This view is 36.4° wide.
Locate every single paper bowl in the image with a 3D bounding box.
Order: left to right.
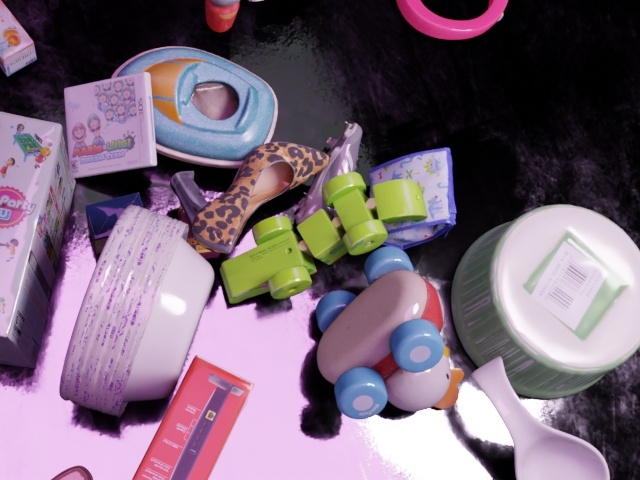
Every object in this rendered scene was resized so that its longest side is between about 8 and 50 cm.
[{"bbox_3d":[-0.243,0.105,1.344,0.148,0.284,0.284,20,70,-5],"label":"paper bowl"}]

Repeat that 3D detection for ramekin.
[{"bbox_3d":[0.374,0.090,1.547,0.303,0.148,0.303,3,72,-10],"label":"ramekin"}]

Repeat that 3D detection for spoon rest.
[{"bbox_3d":[0.329,0.308,1.475,0.137,0.084,0.276,-36,96,11],"label":"spoon rest"}]

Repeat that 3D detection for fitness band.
[{"bbox_3d":[0.240,-0.493,1.762,0.209,0.054,0.290,10,70,-6],"label":"fitness band"}]

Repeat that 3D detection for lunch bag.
[{"bbox_3d":[0.154,-0.067,1.547,0.096,0.151,0.128,12,68,-36],"label":"lunch bag"}]

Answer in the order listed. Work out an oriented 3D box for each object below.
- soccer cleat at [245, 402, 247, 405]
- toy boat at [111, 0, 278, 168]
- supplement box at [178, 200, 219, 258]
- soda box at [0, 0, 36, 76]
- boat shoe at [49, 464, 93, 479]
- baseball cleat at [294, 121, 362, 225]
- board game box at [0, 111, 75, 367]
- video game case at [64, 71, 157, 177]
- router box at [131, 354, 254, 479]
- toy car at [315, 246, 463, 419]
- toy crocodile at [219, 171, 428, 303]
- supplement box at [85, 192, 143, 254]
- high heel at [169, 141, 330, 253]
[{"bbox_3d":[-0.150,0.233,1.460,0.083,0.029,0.035,22,65,-9],"label":"soccer cleat"},{"bbox_3d":[-0.186,-0.280,1.552,0.268,0.148,0.318,14,71,-7],"label":"toy boat"},{"bbox_3d":[-0.190,-0.014,1.522,0.055,0.043,0.083,-8,75,-15],"label":"supplement box"},{"bbox_3d":[-0.530,-0.355,1.551,0.058,0.063,0.183,-36,82,-19],"label":"soda box"},{"bbox_3d":[-0.385,0.380,1.348,0.063,0.059,0.170,44,70,4],"label":"boat shoe"},{"bbox_3d":[0.036,-0.089,1.589,0.109,0.072,0.206,33,73,-15],"label":"baseball cleat"},{"bbox_3d":[-0.430,0.007,1.372,0.098,0.224,0.303,11,70,-6],"label":"board game box"},{"bbox_3d":[-0.324,-0.176,1.497,0.157,0.019,0.143,-6,87,26],"label":"video game case"},{"bbox_3d":[-0.205,0.324,1.255,0.082,0.335,0.301,27,69,-3],"label":"router box"},{"bbox_3d":[0.138,0.172,1.461,0.238,0.219,0.210,36,110,-30],"label":"toy car"},{"bbox_3d":[0.000,0.000,1.482,0.341,0.105,0.115,-29,67,12],"label":"toy crocodile"},{"bbox_3d":[-0.309,-0.024,1.479,0.083,0.083,0.056,-15,76,-16],"label":"supplement box"},{"bbox_3d":[-0.078,-0.058,1.464,0.261,0.093,0.186,-15,43,-19],"label":"high heel"}]
